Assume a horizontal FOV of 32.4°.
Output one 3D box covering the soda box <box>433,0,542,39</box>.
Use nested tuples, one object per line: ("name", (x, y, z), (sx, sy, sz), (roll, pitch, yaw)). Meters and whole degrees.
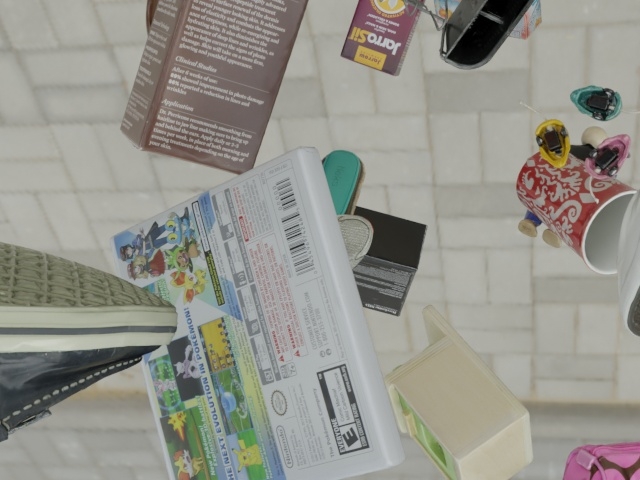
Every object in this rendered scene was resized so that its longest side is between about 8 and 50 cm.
("soda box", (0.291, -0.404, 1.918), (0.183, 0.063, 0.058), (19, 141, 32))

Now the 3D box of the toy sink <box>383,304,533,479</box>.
("toy sink", (0.179, 0.235, 1.577), (0.131, 0.234, 0.153), (-32, 144, -11))

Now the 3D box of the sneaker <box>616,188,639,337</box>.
("sneaker", (0.327, -0.052, 0.989), (0.106, 0.123, 0.290), (10, 130, -5))

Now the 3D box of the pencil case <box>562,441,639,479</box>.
("pencil case", (0.349, 0.239, 1.102), (0.209, 0.095, 0.098), (-4, 115, -14))

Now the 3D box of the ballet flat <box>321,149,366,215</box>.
("ballet flat", (0.000, 0.000, 1.758), (0.107, 0.316, 0.106), (22, 149, 8))

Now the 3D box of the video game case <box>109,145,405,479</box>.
("video game case", (-0.079, 0.105, 1.165), (0.300, 0.329, 0.036), (-22, 169, 35))

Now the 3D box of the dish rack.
("dish rack", (0.081, -0.296, 0.980), (0.271, 0.074, 0.208), (23, 124, -18))

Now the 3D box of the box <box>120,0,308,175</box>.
("box", (-0.152, -0.307, 1.669), (0.191, 0.143, 0.381), (14, 103, -28))

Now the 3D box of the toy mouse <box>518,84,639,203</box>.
("toy mouse", (0.332, -0.127, 1.309), (0.143, 0.161, 0.031), (-26, 158, 19))

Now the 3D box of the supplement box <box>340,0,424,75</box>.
("supplement box", (0.115, -0.388, 1.895), (0.104, 0.081, 0.188), (20, 101, 6))

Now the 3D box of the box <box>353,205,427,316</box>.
("box", (0.038, 0.022, 1.932), (0.261, 0.103, 0.184), (16, 147, 2))

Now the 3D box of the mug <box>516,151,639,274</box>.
("mug", (0.336, -0.031, 1.413), (0.113, 0.169, 0.150), (-27, 125, -11))

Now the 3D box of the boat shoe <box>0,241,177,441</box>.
("boat shoe", (-0.299, 0.096, 0.784), (0.187, 0.500, 0.156), (21, 106, 28))

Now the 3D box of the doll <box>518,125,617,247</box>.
("doll", (0.341, -0.085, 1.521), (0.129, 0.189, 0.046), (25, 160, 29))

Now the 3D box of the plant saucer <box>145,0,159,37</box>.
("plant saucer", (-0.213, -0.419, 1.891), (0.050, 0.310, 0.310), (11, 147, -41))

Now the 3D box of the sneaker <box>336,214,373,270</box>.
("sneaker", (-0.017, 0.036, 1.389), (0.088, 0.225, 0.093), (60, 152, -6))
